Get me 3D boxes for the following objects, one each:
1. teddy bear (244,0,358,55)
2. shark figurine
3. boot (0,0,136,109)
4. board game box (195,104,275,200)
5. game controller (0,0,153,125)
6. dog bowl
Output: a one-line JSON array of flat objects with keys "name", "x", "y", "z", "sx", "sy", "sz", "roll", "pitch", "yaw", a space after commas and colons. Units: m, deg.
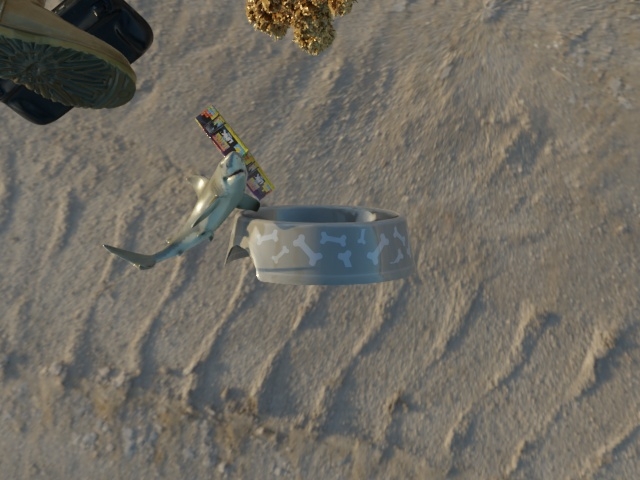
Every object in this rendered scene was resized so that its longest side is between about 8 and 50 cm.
[{"name": "teddy bear", "x": -0.021, "y": -0.368, "z": 1.175, "sx": 0.113, "sy": 0.338, "sz": 0.245, "roll": -5, "pitch": 81, "yaw": -19}, {"name": "shark figurine", "x": -0.220, "y": -0.052, "z": 1.508, "sx": 0.278, "sy": 0.166, "sz": 0.116, "roll": -43, "pitch": 67, "yaw": 10}, {"name": "boot", "x": -0.313, "y": -0.299, "z": 1.011, "sx": 0.236, "sy": 0.270, "sz": 0.089, "roll": 17, "pitch": 143, "yaw": -30}, {"name": "board game box", "x": -0.169, "y": -0.172, "z": 1.782, "sx": 0.048, "sy": 0.170, "sz": 0.141, "roll": -37, "pitch": 63, "yaw": -1}, {"name": "game controller", "x": -0.458, "y": -0.328, "z": 1.613, "sx": 0.319, "sy": 0.166, "sz": 0.067, "roll": -30, "pitch": 52, "yaw": 21}, {"name": "dog bowl", "x": 0.000, "y": 0.000, "z": 1.593, "sx": 0.348, "sy": 0.349, "sz": 0.102, "roll": 2, "pitch": 99, "yaw": 10}]
